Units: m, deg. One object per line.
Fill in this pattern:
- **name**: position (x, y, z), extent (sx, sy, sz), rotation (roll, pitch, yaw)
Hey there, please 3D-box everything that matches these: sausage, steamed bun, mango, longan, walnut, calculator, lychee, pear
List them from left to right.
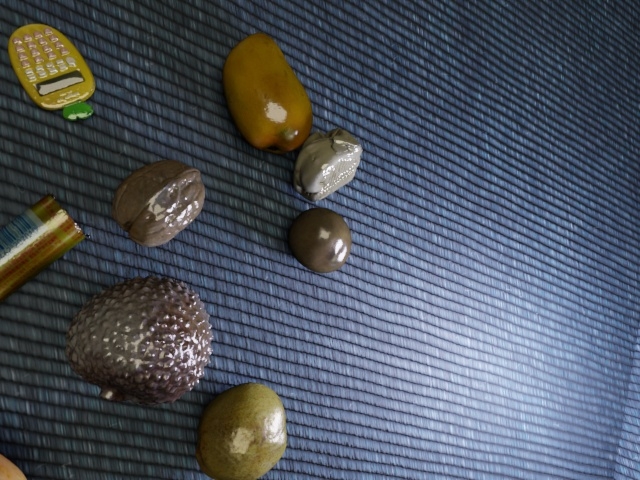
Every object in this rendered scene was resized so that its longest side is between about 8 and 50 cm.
- **sausage**: position (-0.653, 0.045, 0.984), extent (0.317, 0.117, 0.125), rotation (-45, 129, -17)
- **calculator**: position (-0.607, -0.380, 1.069), extent (0.146, 0.032, 0.234), rotation (-31, 98, -22)
- **lychee**: position (-0.379, 0.208, 1.005), extent (0.300, 0.300, 0.299), rotation (1, 87, -24)
- **walnut**: position (-0.370, -0.097, 1.092), extent (0.230, 0.178, 0.178), rotation (-45, 105, -25)
- **pear**: position (-0.196, 0.462, 1.121), extent (0.211, 0.188, 0.228), rotation (-6, 90, -36)
- **mango**: position (-0.139, -0.375, 1.205), extent (0.211, 0.173, 0.317), rotation (-20, 89, -24)
- **longan**: position (0.000, 0.000, 1.252), extent (0.167, 0.167, 0.187), rotation (-32, 113, -22)
- **steamed bun**: position (0.008, -0.218, 1.254), extent (0.218, 0.211, 0.144), rotation (-38, 77, -19)

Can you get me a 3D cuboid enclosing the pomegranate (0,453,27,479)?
- **pomegranate**: position (-0.710, 0.537, 0.786), extent (0.412, 0.411, 0.411), rotation (1, 87, -24)
